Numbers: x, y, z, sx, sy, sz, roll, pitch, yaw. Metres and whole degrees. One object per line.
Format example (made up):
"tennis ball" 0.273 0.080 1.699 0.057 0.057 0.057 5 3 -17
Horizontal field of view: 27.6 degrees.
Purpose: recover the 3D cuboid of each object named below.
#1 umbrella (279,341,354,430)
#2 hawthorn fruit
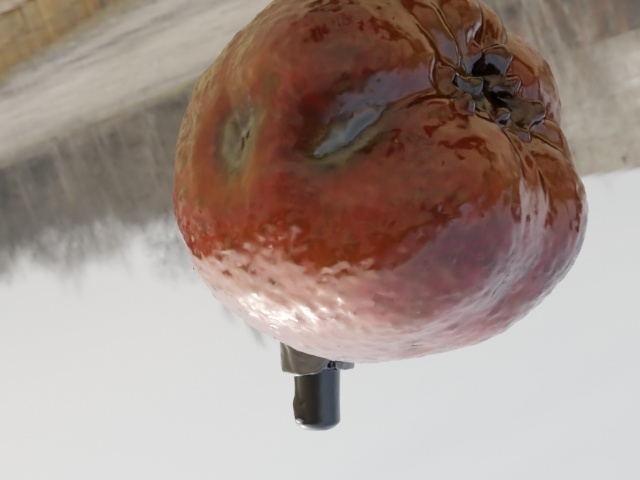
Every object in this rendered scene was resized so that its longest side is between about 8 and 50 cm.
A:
"umbrella" 0.000 0.000 1.151 0.067 0.337 0.073 -2 -174 -31
"hawthorn fruit" 0.004 -0.024 0.684 0.243 0.207 0.207 -29 180 37
